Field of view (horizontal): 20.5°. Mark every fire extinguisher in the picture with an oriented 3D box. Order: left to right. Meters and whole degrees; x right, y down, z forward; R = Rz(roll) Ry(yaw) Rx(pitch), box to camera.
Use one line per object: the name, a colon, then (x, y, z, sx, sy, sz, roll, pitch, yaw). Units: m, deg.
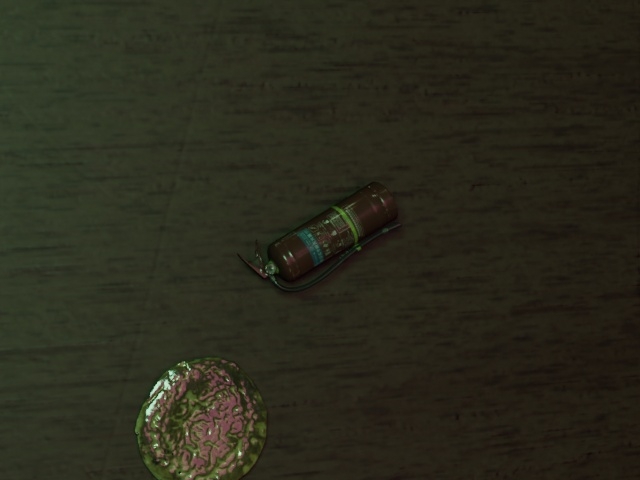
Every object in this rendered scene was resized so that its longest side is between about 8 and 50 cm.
fire extinguisher: (0.000, 0.000, 1.437, 0.132, 0.039, 0.056, -32, 92, -18)

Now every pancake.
pancake: (-0.095, 0.149, 1.414, 0.115, 0.011, 0.115, 0, 91, -21)
